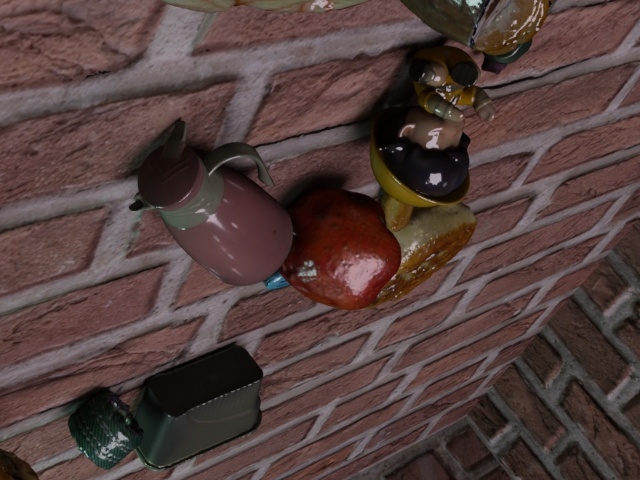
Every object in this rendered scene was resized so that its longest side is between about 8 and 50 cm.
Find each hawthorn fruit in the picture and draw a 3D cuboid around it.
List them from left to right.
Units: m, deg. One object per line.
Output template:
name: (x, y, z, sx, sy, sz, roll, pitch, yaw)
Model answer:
hawthorn fruit: (0.000, 0.000, 1.737, 0.243, 0.207, 0.207, 20, 124, -32)

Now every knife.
knife: (-0.017, 0.061, 1.999, 0.222, 0.031, 0.064, -13, 151, -45)

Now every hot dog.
hot dog: (0.142, -0.085, 1.936, 0.066, 0.047, 0.215, -17, 154, -10)

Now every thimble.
thimble: (-0.377, 0.335, 1.881, 0.090, 0.118, 0.135, -36, 158, -1)

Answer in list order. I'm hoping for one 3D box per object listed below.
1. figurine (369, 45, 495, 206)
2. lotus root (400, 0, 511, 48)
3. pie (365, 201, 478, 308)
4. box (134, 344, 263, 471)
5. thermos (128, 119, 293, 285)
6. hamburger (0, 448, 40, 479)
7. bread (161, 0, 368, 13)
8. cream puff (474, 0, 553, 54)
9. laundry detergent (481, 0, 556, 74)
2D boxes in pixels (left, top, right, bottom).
figurine: (0.169, -0.176, 1.656, 0.192, 0.167, 0.256, -4, 120, -34)
lotus root: (0.182, -0.379, 1.244, 0.272, 0.192, 0.272, -50, 162, -23)
pie: (0.182, 0.033, 2.172, 0.315, 0.092, 0.315, -32, 159, -14)
box: (-0.228, 0.319, 2.063, 0.274, 0.138, 0.178, -21, 148, -36)
thermos: (-0.141, -0.051, 1.463, 0.176, 0.146, 0.265, -33, 152, 5)
hamburger: (-0.558, 0.434, 1.626, 0.245, 0.260, 0.211, -49, 160, 9)
bread: (0.002, -0.322, 1.043, 0.328, 0.114, 0.295, -6, 168, -41)
cream puff: (0.245, -0.337, 1.485, 0.115, 0.165, 0.150, -65, 148, -59)
laundry detergent: (0.297, -0.333, 1.636, 0.144, 0.078, 0.221, -43, 168, -41)
